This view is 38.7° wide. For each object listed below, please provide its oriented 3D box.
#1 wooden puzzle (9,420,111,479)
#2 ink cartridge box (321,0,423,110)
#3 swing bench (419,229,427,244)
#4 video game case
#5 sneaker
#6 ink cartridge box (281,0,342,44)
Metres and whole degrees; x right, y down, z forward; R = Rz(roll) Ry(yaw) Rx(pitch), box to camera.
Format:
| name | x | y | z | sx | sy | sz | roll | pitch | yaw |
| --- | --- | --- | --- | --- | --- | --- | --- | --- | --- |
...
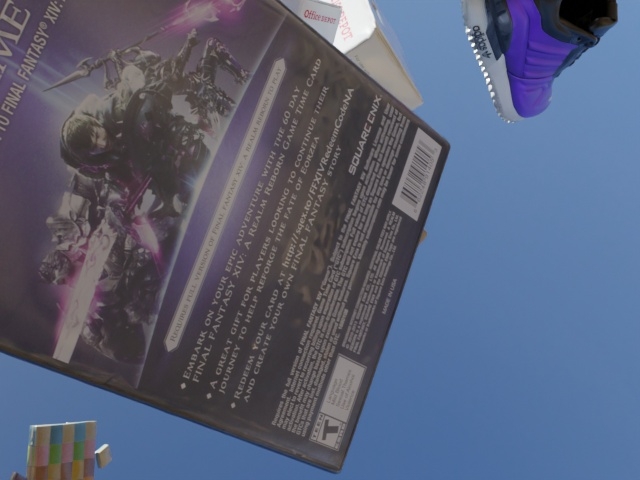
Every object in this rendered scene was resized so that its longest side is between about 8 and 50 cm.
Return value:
| name | x | y | z | sx | sy | sz | roll | pitch | yaw |
| --- | --- | --- | --- | --- | --- | --- | --- | --- | --- |
| wooden puzzle | -0.134 | 0.119 | 0.470 | 0.083 | 0.006 | 0.049 | 21 | -112 | -67 |
| ink cartridge box | -0.043 | -0.248 | 1.546 | 0.160 | 0.384 | 0.279 | 49 | -162 | -33 |
| swing bench | 0.000 | 0.000 | 1.354 | 0.253 | 0.165 | 0.255 | 55 | -126 | -38 |
| video game case | -0.052 | -0.021 | 0.416 | 0.274 | 0.026 | 0.196 | 31 | -107 | -40 |
| sneaker | 0.247 | -0.217 | 0.979 | 0.293 | 0.146 | 0.102 | 37 | -133 | -63 |
| ink cartridge box | -0.036 | -0.191 | 0.961 | 0.099 | 0.056 | 0.135 | -14 | -57 | -63 |
